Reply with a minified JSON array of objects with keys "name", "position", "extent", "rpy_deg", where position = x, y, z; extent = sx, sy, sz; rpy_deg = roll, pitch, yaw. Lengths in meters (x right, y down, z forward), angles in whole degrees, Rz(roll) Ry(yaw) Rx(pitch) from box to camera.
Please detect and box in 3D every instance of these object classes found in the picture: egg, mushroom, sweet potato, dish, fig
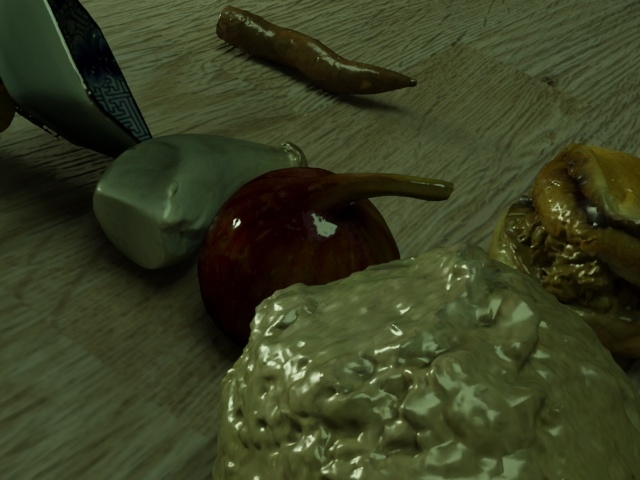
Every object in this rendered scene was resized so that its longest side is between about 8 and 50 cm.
[{"name":"egg","position":[0.063,0.138,0.482],"extent":[0.279,0.279,0.310],"rpy_deg":[13,20,-8]},{"name":"mushroom","position":[-0.113,-0.058,0.810],"extent":[0.118,0.103,0.270],"rpy_deg":[29,30,15]},{"name":"sweet potato","position":[-0.009,-0.248,1.154],"extent":[0.281,0.059,0.067],"rpy_deg":[26,23,10]},{"name":"dish","position":[-0.242,-0.155,0.789],"extent":[0.080,0.243,0.181],"rpy_deg":[-26,82,-1]},{"name":"fig","position":[-0.008,0.001,0.682],"extent":[0.175,0.207,0.175],"rpy_deg":[9,46,-9]}]

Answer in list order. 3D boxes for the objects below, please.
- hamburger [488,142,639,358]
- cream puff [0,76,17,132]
[{"name":"hamburger","position":[0.306,0.011,0.859],"extent":[0.245,0.163,0.244],"rpy_deg":[18,28,-10]},{"name":"cream puff","position":[-0.376,-0.135,0.764],"extent":[0.189,0.129,0.189],"rpy_deg":[25,30,-16]}]
